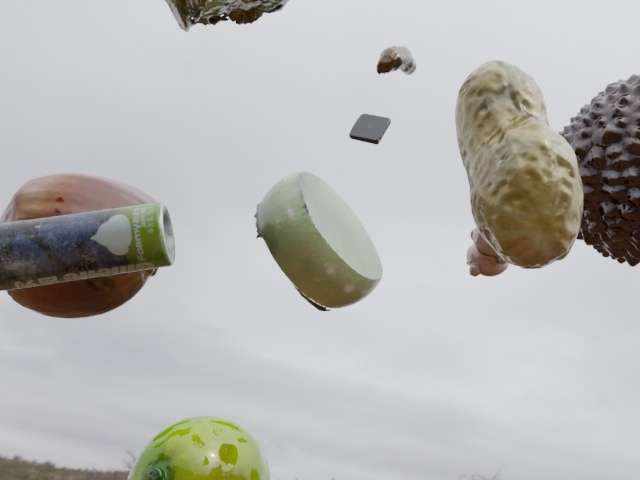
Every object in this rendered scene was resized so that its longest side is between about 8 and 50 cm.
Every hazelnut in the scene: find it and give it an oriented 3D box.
[{"bbox_3d":[-0.523,0.006,1.179,0.373,0.372,0.315,5,-38,8],"label":"hazelnut"}]

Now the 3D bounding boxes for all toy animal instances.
[{"bbox_3d":[0.416,-0.010,1.249,0.124,0.124,0.212,7,-46,5],"label":"toy animal"}]

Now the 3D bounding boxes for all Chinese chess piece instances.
[{"bbox_3d":[0.000,0.000,1.277,0.146,0.349,0.349,-37,-49,19],"label":"Chinese chess piece"}]

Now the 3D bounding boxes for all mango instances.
[{"bbox_3d":[-0.156,0.367,0.720,0.156,0.192,0.343,38,-37,31],"label":"mango"}]

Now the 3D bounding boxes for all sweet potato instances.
[{"bbox_3d":[0.165,-0.374,1.092,0.053,0.054,0.182,-33,-5,33],"label":"sweet potato"}]

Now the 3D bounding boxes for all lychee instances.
[{"bbox_3d":[0.505,-0.105,0.801,0.306,0.330,0.306,-15,-46,-16],"label":"lychee"}]

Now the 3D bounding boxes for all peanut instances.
[{"bbox_3d":[0.142,-0.063,0.386,0.080,0.174,0.080,-5,-29,-3],"label":"peanut"}]

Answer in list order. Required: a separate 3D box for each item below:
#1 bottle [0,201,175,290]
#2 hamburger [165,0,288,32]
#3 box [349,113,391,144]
[{"bbox_3d":[-0.375,0.014,0.722,0.330,0.093,0.093,-8,-29,-7],"label":"bottle"},{"bbox_3d":[-0.120,-0.410,0.713,0.288,0.168,0.192,-8,-71,59],"label":"hamburger"},{"bbox_3d":[0.178,-0.405,1.909,0.125,0.126,0.027,17,-28,25],"label":"box"}]
